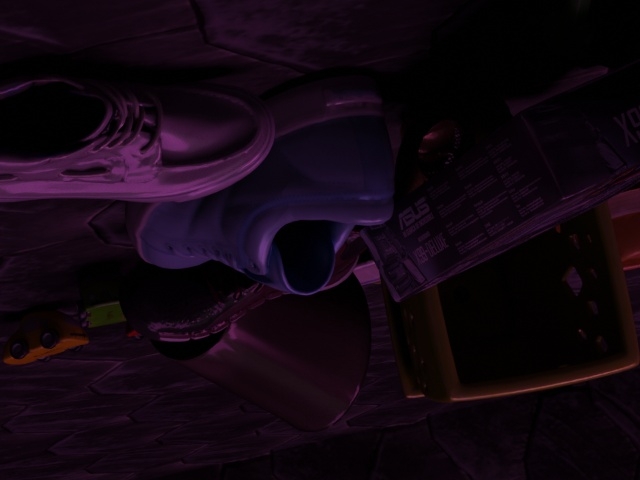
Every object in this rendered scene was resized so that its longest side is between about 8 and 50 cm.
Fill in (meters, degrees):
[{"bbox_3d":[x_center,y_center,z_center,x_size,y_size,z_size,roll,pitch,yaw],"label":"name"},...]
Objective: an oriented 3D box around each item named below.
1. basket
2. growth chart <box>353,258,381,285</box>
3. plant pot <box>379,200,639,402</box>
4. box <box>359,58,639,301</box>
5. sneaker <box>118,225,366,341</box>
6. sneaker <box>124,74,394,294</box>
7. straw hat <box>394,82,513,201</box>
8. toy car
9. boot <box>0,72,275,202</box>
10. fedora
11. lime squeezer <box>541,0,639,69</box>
[{"bbox_3d":[-0.071,0.088,1.960,0.154,0.204,0.227,-13,158,33],"label":"basket"},{"bbox_3d":[0.094,0.027,2.164,0.237,0.021,0.172,-14,167,5],"label":"growth chart"},{"bbox_3d":[0.183,0.056,1.950,0.227,0.228,0.207,-9,174,-17],"label":"plant pot"},{"bbox_3d":[0.199,-0.062,1.471,0.242,0.076,0.307,-24,174,-26],"label":"box"},{"bbox_3d":[-0.056,0.003,1.775,0.281,0.106,0.162,-20,167,-33],"label":"sneaker"},{"bbox_3d":[-0.061,-0.012,1.575,0.135,0.150,0.366,-4,164,-31],"label":"sneaker"},{"bbox_3d":[0.104,-0.084,1.614,0.144,0.144,0.061,-2,-154,-38],"label":"straw hat"},{"bbox_3d":[-0.236,0.074,1.986,0.239,0.053,0.225,-11,166,-10],"label":"toy car"},{"bbox_3d":[-0.153,-0.077,1.334,0.258,0.095,0.123,-9,173,-12],"label":"boot"},{"bbox_3d":[0.365,-0.012,2.131,0.194,0.079,0.194,-11,167,-3],"label":"fedora"},{"bbox_3d":[0.234,-0.180,1.410,0.310,0.059,0.110,8,124,-55],"label":"lime squeezer"}]
